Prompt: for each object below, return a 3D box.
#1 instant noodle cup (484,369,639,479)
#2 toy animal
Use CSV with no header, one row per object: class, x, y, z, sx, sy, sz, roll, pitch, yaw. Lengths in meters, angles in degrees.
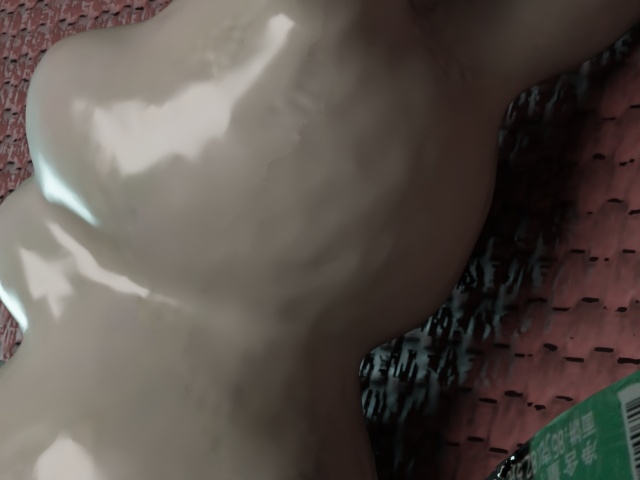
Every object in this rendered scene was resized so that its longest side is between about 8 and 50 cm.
instant noodle cup,0.126,0.147,0.432,0.251,0.251,0.190,-48,28,32
toy animal,-0.007,0.000,0.772,0.241,0.196,0.367,29,98,52
